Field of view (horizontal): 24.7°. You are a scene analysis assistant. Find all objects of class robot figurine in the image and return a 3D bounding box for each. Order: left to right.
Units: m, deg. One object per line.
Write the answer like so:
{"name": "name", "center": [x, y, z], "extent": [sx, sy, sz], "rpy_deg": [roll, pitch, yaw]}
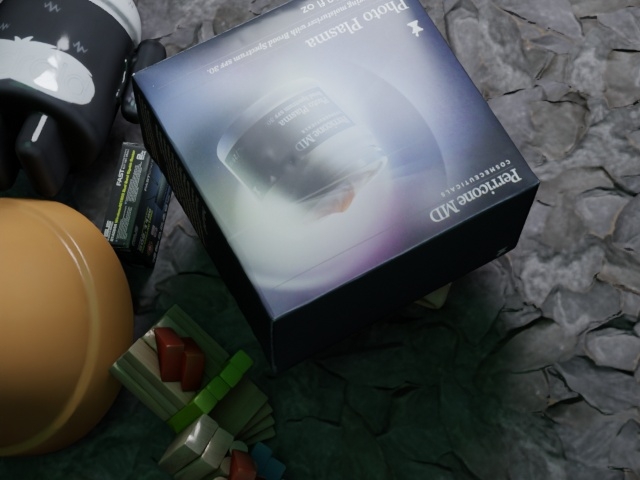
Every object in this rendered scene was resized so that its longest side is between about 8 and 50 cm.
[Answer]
{"name": "robot figurine", "center": [-0.305, -0.184, 1.654], "extent": [0.209, 0.173, 0.278], "rpy_deg": [28, 56, -21]}

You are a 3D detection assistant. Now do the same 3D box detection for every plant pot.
{"name": "plant pot", "center": [-0.372, 0.091, 1.545], "extent": [0.291, 0.203, 0.290], "rpy_deg": [-1, 87, 26]}

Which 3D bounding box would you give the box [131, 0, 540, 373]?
{"name": "box", "center": [0.013, -0.077, 1.460], "extent": [0.296, 0.182, 0.294], "rpy_deg": [-28, 72, -11]}

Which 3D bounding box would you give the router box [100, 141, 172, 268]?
{"name": "router box", "center": [-0.205, -0.038, 1.649], "extent": [0.038, 0.092, 0.122], "rpy_deg": [7, 76, 15]}

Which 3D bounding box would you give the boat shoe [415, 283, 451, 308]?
{"name": "boat shoe", "center": [0.000, 0.000, 1.587], "extent": [0.302, 0.109, 0.098], "rpy_deg": [15, 76, 10]}

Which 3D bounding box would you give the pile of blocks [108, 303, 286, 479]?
{"name": "pile of blocks", "center": [-0.083, 0.222, 1.504], "extent": [0.149, 0.112, 0.362], "rpy_deg": [-18, 78, -32]}
